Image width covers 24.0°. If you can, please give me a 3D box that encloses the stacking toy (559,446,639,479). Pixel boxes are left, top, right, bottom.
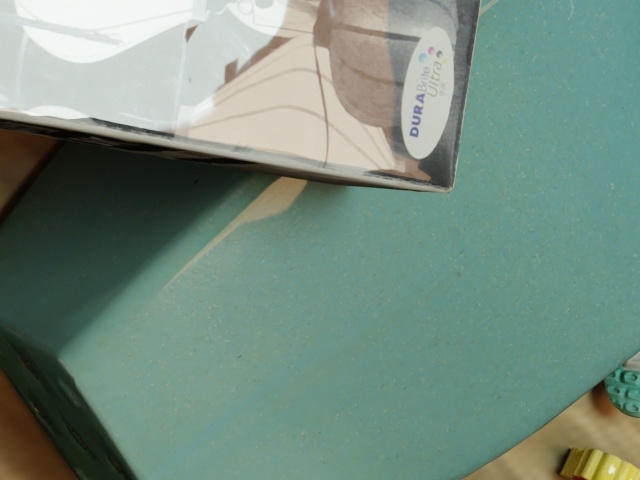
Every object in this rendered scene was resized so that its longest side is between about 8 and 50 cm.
[{"bbox_3d":[0.171,0.225,0.792,0.221,0.052,0.167,36,75,-36],"label":"stacking toy"}]

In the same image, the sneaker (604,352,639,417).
[{"bbox_3d":[0.211,0.035,0.791,0.166,0.065,0.076,-50,127,-19],"label":"sneaker"}]

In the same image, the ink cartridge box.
[{"bbox_3d":[-0.107,-0.115,0.369,0.333,0.065,0.165,8,91,-26],"label":"ink cartridge box"}]

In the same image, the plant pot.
[{"bbox_3d":[0.000,0.000,0.560,0.234,0.165,0.165,-38,118,-21],"label":"plant pot"}]
